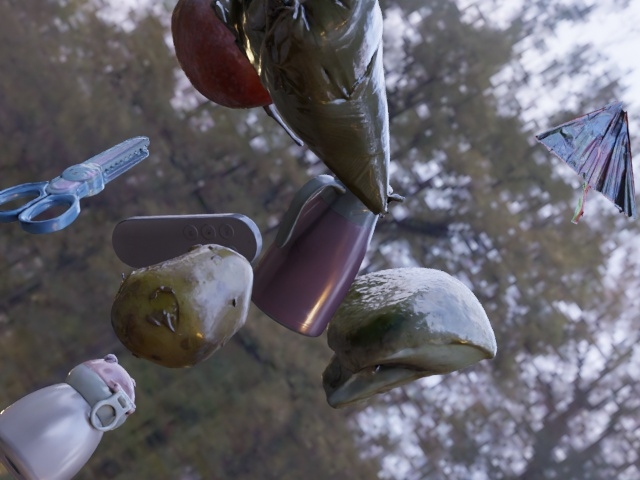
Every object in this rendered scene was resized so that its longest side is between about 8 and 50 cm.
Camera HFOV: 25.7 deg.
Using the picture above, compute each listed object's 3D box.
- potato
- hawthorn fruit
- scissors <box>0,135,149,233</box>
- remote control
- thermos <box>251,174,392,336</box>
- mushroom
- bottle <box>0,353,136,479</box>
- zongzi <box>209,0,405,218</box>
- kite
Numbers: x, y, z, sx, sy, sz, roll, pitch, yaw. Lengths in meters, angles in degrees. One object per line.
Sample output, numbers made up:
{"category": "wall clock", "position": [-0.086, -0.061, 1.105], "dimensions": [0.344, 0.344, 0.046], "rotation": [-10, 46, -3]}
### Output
{"category": "potato", "position": [-0.149, 0.075, 1.592], "dimensions": [0.137, 0.175, 0.137], "rotation": [47, -28, 36]}
{"category": "hawthorn fruit", "position": [-0.131, -0.322, 2.288], "dimensions": [0.231, 0.235, 0.263], "rotation": [83, 14, -78]}
{"category": "scissors", "position": [-0.316, -0.078, 1.854], "dimensions": [0.125, 0.256, 0.030], "rotation": [16, -55, 32]}
{"category": "remote control", "position": [-0.193, 0.002, 2.017], "dimensions": [0.244, 0.022, 0.077], "rotation": [-1, -73, 27]}
{"category": "thermos", "position": [0.000, 0.000, 2.169], "dimensions": [0.176, 0.265, 0.146], "rotation": [15, 22, -48]}
{"category": "mushroom", "position": [0.110, 0.129, 2.327], "dimensions": [0.212, 0.292, 0.218], "rotation": [37, 32, -58]}
{"category": "bottle", "position": [-0.390, 0.277, 2.193], "dimensions": [0.147, 0.236, 0.148], "rotation": [40, -26, 23]}
{"category": "zongzi", "position": [0.028, -0.201, 1.771], "dimensions": [0.418, 0.181, 0.447], "rotation": [62, -4, -9]}
{"category": "kite", "position": [0.360, -0.109, 1.862], "dimensions": [0.241, 0.183, 0.014], "rotation": [28, -11, -40]}
